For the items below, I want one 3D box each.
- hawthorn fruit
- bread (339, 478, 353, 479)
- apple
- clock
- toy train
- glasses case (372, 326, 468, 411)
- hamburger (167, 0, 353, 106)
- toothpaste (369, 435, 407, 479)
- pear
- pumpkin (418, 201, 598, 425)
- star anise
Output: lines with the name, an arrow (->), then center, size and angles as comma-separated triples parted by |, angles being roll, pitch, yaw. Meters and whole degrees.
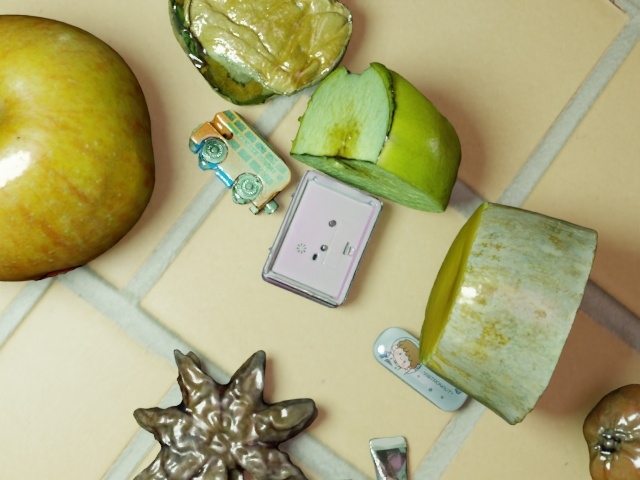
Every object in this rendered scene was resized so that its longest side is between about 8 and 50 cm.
hawthorn fruit -> 0.559, 0.341, 1.491 | 0.251, 0.199, 0.199 | 10, 81, -22
bread -> 0.000, 0.425, 1.398 | 0.161, 0.160, 0.073 | -20, 84, -11
apple -> -0.432, -0.133, 1.305 | 0.401, 0.333, 0.400 | 1, 83, -10
clock -> -0.001, 0.000, 1.490 | 0.145, 0.073, 0.193 | 24, 80, -5
toy train -> -0.128, -0.126, 1.487 | 0.188, 0.072, 0.099 | 45, 73, -1
glasses case -> 0.166, 0.212, 1.505 | 0.178, 0.045, 0.067 | 37, 78, -3
hamburger -> -0.102, -0.362, 1.490 | 0.266, 0.134, 0.284 | -33, 95, -18
toothpaste -> 0.121, 0.428, 1.478 | 0.062, 0.037, 0.216 | -5, 79, -8
pear -> 0.123, -0.152, 1.445 | 0.293, 0.292, 0.159 | 25, 83, -5
pumpkin -> 0.270, 0.100, 1.411 | 0.199, 0.332, 0.332 | 21, 80, 7
star anise -> -0.150, 0.320, 1.410 | 0.316, 0.108, 0.315 | 3, 75, -10
